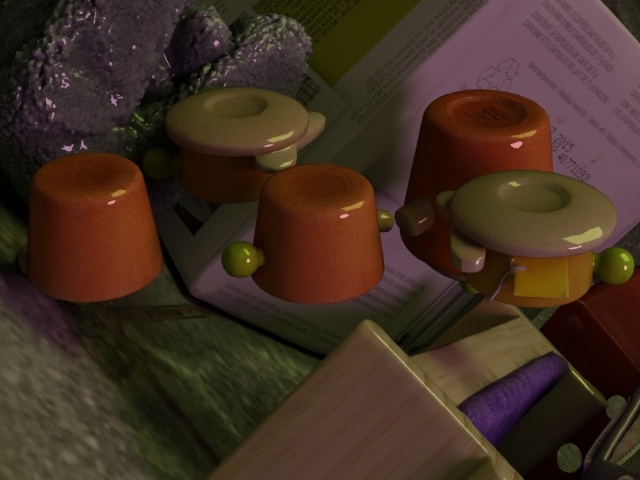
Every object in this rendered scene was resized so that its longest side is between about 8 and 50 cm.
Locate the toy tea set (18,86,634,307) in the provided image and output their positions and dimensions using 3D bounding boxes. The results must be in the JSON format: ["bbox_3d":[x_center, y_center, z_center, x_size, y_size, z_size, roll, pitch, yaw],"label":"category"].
[{"bbox_3d":[0.000,0.000,0.729,0.335,0.124,0.200,2,30,4],"label":"toy tea set"}]

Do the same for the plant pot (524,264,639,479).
[{"bbox_3d":[0.262,0.176,1.024,0.235,0.267,0.267,9,37,-45],"label":"plant pot"}]

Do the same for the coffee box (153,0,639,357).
[{"bbox_3d":[0.052,-0.127,1.048,0.337,0.338,0.334,30,20,-48],"label":"coffee box"}]

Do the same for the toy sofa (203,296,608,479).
[{"bbox_3d":[0.083,0.146,0.760,0.177,0.150,0.362,47,14,13],"label":"toy sofa"}]

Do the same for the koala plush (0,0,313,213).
[{"bbox_3d":[-0.165,-0.125,0.839,0.221,0.203,0.196,30,-10,44],"label":"koala plush"}]

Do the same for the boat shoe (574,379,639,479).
[{"bbox_3d":[0.221,0.131,0.782,0.112,0.096,0.335,16,38,24],"label":"boat shoe"}]
